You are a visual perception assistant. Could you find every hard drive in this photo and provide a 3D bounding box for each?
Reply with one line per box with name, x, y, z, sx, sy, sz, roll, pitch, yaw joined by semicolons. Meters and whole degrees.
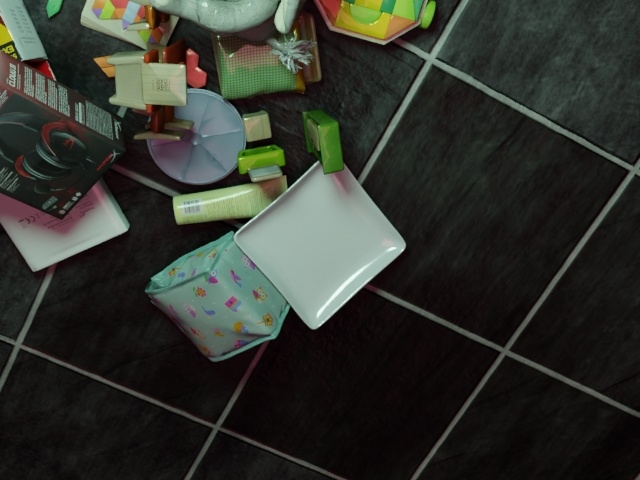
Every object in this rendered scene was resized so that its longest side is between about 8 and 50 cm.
hard drive;-0.584;-0.129;1.701;0.233;0.047;0.353;-23;112;8

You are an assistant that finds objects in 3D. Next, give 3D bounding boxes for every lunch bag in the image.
lunch bag;-0.226;0.131;1.757;0.262;0.160;0.223;-25;115;38

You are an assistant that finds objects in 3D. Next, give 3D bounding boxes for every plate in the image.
plate;0.000;0.000;1.733;0.278;0.045;0.277;-42;109;-6

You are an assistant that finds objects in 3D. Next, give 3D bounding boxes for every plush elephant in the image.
plush elephant;-0.087;-0.464;1.403;0.330;0.272;0.255;36;134;-14

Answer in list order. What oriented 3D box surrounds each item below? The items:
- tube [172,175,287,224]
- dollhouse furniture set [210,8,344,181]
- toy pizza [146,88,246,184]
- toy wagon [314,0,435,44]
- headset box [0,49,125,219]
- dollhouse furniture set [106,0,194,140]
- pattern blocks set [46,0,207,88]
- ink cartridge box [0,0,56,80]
tube;-0.185;-0.077;1.730;0.240;0.062;0.070;-8;157;-3
dollhouse furniture set;-0.084;-0.276;1.571;0.198;0.151;0.301;-12;113;-8
toy pizza;-0.252;-0.211;1.679;0.201;0.032;0.201;-1;113;-2
toy wagon;0.110;-0.546;1.518;0.267;0.068;0.344;14;113;-7
headset box;-0.545;-0.193;1.518;0.218;0.110;0.293;-41;133;23
dollhouse furniture set;-0.277;-0.305;1.486;0.135;0.259;0.262;4;113;4
pattern blocks set;-0.356;-0.445;1.578;0.325;0.026;0.285;12;113;-6
ink cartridge box;-0.689;-0.340;1.536;0.309;0.130;0.271;-21;101;8
